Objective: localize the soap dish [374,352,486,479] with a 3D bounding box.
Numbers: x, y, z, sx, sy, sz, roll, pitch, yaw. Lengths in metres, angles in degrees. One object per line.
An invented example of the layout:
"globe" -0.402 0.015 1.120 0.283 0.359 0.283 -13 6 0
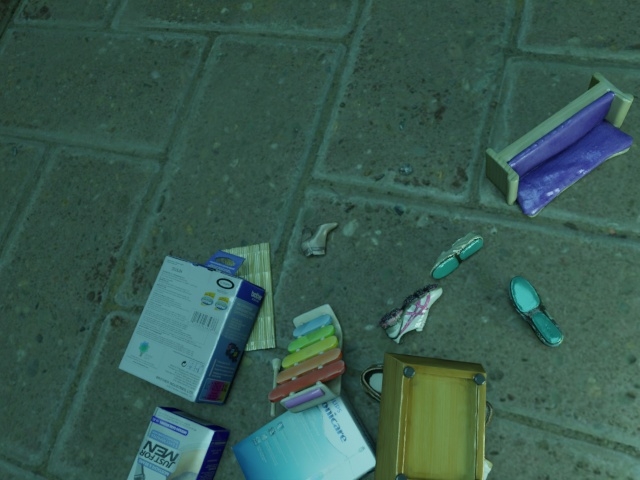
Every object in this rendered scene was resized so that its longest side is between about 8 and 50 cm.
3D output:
"soap dish" 0.241 0.395 1.161 0.229 0.118 0.291 8 74 -6

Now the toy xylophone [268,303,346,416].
"toy xylophone" -0.041 0.306 1.346 0.236 0.081 0.322 -30 24 10

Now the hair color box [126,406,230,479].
"hair color box" -0.386 0.619 1.392 0.185 0.110 0.339 14 77 19

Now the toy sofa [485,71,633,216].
"toy sofa" 0.616 -0.238 1.395 0.362 0.150 0.177 -35 64 1

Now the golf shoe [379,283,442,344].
"golf shoe" 0.243 0.186 1.401 0.186 0.067 0.086 -38 94 -2

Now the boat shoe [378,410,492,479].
"boat shoe" 0.248 0.487 1.262 0.277 0.098 0.096 23 77 21

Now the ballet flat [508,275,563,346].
"ballet flat" 0.515 0.175 1.320 0.070 0.070 0.188 -25 62 6

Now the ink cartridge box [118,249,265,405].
"ink cartridge box" -0.331 0.210 1.487 0.270 0.151 0.395 15 79 25

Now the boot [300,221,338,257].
"boot" 0.000 0.000 1.548 0.118 0.042 0.087 -15 73 12

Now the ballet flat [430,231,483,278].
"ballet flat" 0.350 0.039 1.431 0.168 0.057 0.052 -34 37 -2

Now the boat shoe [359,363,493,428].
"boat shoe" 0.242 0.375 1.294 0.324 0.116 0.123 10 74 19

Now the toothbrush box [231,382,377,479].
"toothbrush box" -0.027 0.517 1.314 0.295 0.126 0.216 -35 64 2

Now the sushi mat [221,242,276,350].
"sushi mat" -0.208 0.159 1.557 0.151 0.019 0.316 -11 68 13
